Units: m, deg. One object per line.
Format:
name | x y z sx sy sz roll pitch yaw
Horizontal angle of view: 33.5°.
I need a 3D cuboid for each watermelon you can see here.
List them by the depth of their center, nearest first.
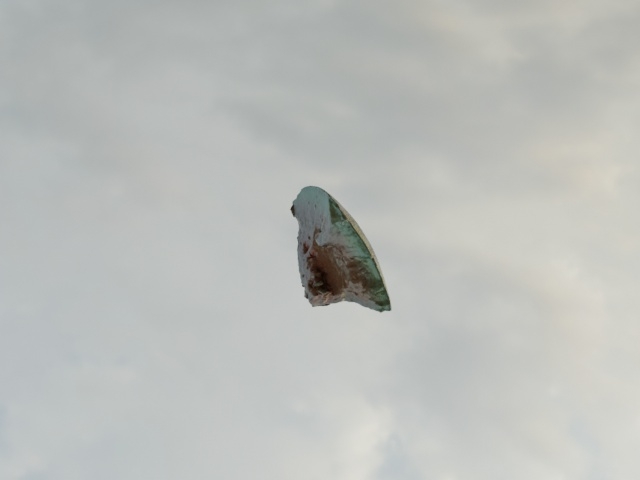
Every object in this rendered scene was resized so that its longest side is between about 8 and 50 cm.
watermelon | 0.008 -0.007 1.049 0.080 0.101 0.155 -17 -139 3
